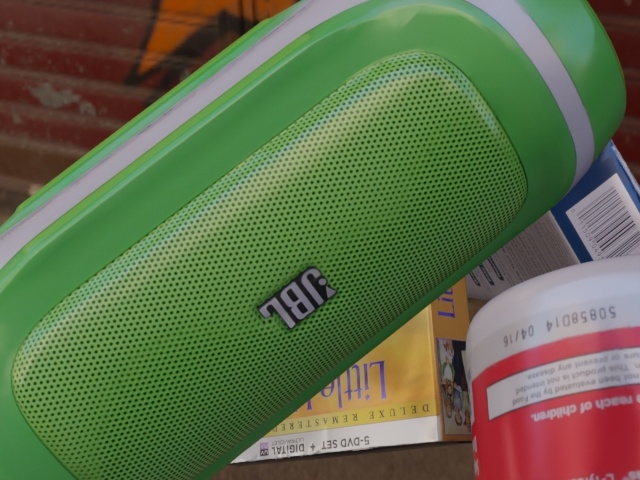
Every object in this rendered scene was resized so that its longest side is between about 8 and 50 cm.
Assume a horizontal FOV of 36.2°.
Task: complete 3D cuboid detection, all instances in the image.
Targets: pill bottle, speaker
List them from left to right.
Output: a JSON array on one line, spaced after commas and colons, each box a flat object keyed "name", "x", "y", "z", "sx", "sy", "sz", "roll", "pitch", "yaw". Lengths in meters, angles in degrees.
[{"name": "speaker", "x": -0.027, "y": 0.002, "z": 0.389, "sx": 0.296, "sy": 0.131, "sz": 0.131, "roll": -38, "pitch": 41, "yaw": -4}, {"name": "pill bottle", "x": 0.218, "y": 0.232, "z": 0.609, "sx": 0.229, "sy": 0.229, "sz": 0.408, "roll": -1, "pitch": 63, "yaw": 1}]

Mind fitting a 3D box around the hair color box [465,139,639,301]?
[{"name": "hair color box", "x": 0.238, "y": -0.017, "z": 1.136, "sx": 0.105, "sy": 0.174, "sz": 0.347, "roll": -35, "pitch": 11, "yaw": -14}]

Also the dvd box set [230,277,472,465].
[{"name": "dvd box set", "x": 0.000, "y": 0.000, "z": 0.965, "sx": 0.062, "sy": 0.421, "sz": 0.307, "roll": 11, "pitch": -20, "yaw": -44}]
